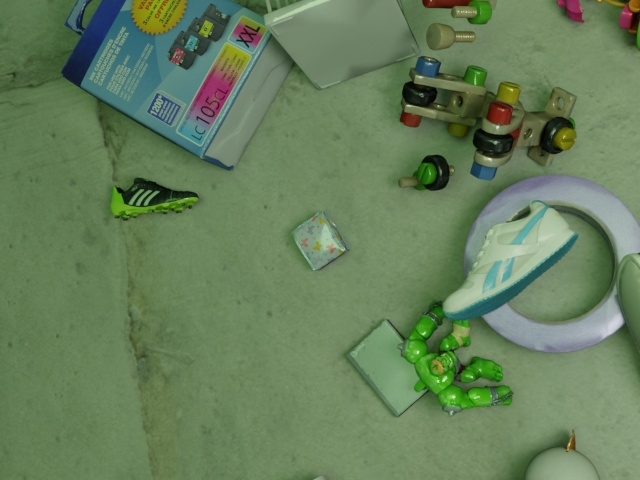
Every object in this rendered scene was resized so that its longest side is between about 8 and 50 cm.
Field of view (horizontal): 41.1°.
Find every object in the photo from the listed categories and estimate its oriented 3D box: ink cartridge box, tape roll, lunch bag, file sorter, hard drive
[{"bbox_3d":[-0.276,-0.337,1.547,0.395,0.151,0.270,30,92,19],"label":"ink cartridge box"},{"bbox_3d":[0.367,0.039,1.341,0.274,0.090,0.275,-2,82,16],"label":"tape roll"},{"bbox_3d":[0.000,0.000,1.471,0.071,0.053,0.083,-35,85,11],"label":"lunch bag"},{"bbox_3d":[0.028,-0.401,1.402,0.192,0.277,0.173,-17,74,13],"label":"file sorter"},{"bbox_3d":[0.120,0.212,1.424,0.094,0.022,0.135,-43,74,7],"label":"hard drive"}]

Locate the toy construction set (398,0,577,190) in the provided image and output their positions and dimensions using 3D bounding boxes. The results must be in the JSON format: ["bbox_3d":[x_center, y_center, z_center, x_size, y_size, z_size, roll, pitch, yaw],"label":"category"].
[{"bbox_3d":[0.279,-0.238,1.359,0.237,0.257,0.309,-8,99,-28],"label":"toy construction set"}]

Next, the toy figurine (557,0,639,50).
[{"bbox_3d":[0.467,-0.402,1.369,0.159,0.130,0.173,22,67,27],"label":"toy figurine"}]

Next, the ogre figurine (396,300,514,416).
[{"bbox_3d":[0.207,0.198,1.356,0.118,0.097,0.197,-28,88,-27],"label":"ogre figurine"}]

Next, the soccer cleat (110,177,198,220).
[{"bbox_3d":[-0.308,-0.083,1.568,0.178,0.060,0.072,-6,80,18],"label":"soccer cleat"}]

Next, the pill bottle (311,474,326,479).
[{"bbox_3d":[0.018,0.490,1.367,0.117,0.117,0.208,-34,76,10],"label":"pill bottle"}]

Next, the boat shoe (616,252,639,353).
[{"bbox_3d":[0.505,0.134,1.213,0.099,0.116,0.320,-24,118,3],"label":"boat shoe"}]

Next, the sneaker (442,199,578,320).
[{"bbox_3d":[0.271,0.035,1.285,0.228,0.087,0.092,-38,68,1],"label":"sneaker"}]

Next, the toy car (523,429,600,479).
[{"bbox_3d":[0.353,0.402,1.275,0.219,0.210,0.238,15,59,31],"label":"toy car"}]
